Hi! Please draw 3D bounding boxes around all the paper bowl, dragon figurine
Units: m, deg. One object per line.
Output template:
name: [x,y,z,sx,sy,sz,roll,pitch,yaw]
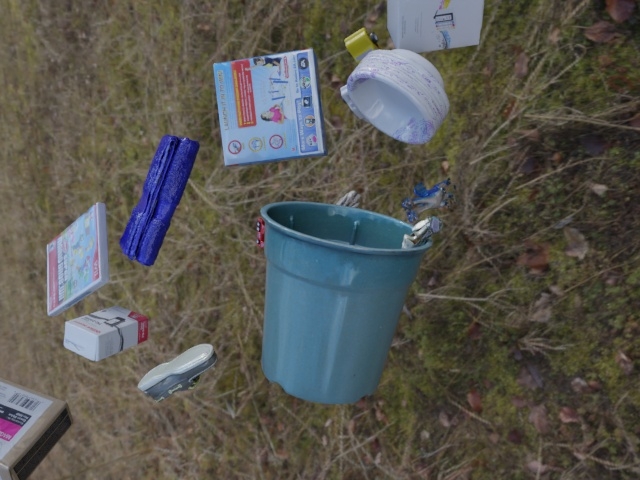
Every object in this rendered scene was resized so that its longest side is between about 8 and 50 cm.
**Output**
paper bowl: [0.225,-0.410,1.557,0.284,0.284,0.148,22,74,49]
dragon figurine: [0.355,-0.144,1.828,0.144,0.289,0.085,-9,111,28]

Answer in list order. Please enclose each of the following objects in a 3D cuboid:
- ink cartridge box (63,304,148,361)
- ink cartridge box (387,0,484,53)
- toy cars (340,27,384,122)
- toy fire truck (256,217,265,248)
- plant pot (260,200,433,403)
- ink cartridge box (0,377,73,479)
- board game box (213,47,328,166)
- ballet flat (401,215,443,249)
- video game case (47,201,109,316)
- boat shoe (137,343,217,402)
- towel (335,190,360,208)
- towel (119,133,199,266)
ink cartridge box: [-0.489,0.209,1.293,0.109,0.150,0.063,15,105,25]
ink cartridge box: [0.314,-0.643,1.568,0.168,0.232,0.171,82,179,-46]
toy cars: [0.157,-0.529,1.907,0.394,0.176,0.087,94,180,-58]
toy fire truck: [-0.221,-0.041,2.480,0.135,0.047,0.192,28,123,39]
plant pot: [0.027,0.123,1.147,0.341,0.341,0.334,25,112,48]
ink cartridge box: [-0.736,0.436,1.306,0.234,0.193,0.088,14,127,12]
board game box: [-0.146,-0.387,1.681,0.302,0.086,0.308,-5,92,9]
ballet flat: [0.183,-0.008,1.084,0.114,0.041,0.041,-47,61,30]
video game case: [-0.612,0.052,1.410,0.285,0.025,0.204,-27,64,36]
boat shoe: [-0.416,0.403,1.699,0.305,0.109,0.091,-28,108,25]
towel: [0.000,0.000,1.408,0.049,0.282,0.187,38,176,-2]
towel: [-0.394,-0.107,1.337,0.227,0.076,0.308,21,90,60]
